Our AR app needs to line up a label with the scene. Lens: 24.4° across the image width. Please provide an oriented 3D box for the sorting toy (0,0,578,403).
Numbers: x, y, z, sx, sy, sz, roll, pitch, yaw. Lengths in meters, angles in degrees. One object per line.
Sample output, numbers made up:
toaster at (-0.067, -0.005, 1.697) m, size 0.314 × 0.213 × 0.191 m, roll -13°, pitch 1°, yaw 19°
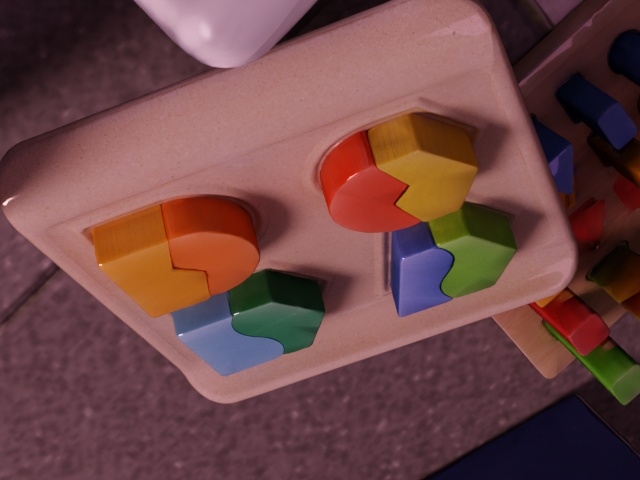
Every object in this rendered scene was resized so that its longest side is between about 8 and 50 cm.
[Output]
sorting toy at (0.000, 0.000, 0.602) m, size 0.193 × 0.038 × 0.208 m, roll -19°, pitch 147°, yaw 10°

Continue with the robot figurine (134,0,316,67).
robot figurine at (0.038, -0.225, 0.467) m, size 0.353 × 0.200 × 0.300 m, roll -46°, pitch 145°, yaw 3°

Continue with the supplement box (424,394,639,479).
supplement box at (0.148, 0.301, 0.820) m, size 0.194 × 0.195 × 0.357 m, roll -29°, pitch 126°, yaw -10°

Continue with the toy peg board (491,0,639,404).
toy peg board at (0.146, -0.015, 0.714) m, size 0.161 × 0.079 × 0.160 m, roll -43°, pitch 127°, yaw 0°
